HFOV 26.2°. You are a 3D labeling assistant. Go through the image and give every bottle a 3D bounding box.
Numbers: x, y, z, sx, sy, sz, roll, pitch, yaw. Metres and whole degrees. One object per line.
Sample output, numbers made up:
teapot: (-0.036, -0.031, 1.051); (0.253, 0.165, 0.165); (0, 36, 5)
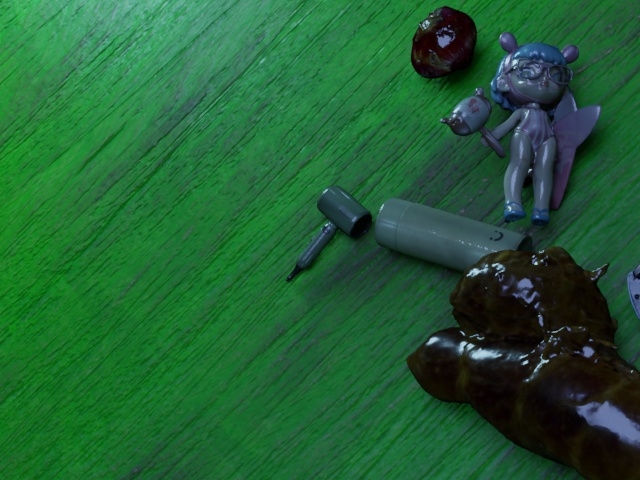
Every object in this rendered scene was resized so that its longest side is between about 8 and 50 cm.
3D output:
bottle: (0.174, 0.001, 1.809); (0.201, 0.072, 0.072); (17, 76, 28)

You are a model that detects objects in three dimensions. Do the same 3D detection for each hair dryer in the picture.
hair dryer: (0.000, 0.000, 1.904); (0.150, 0.047, 0.071); (-50, 60, 4)

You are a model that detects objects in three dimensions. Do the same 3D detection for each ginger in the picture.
ginger: (0.309, 0.156, 1.620); (0.418, 0.176, 0.254); (34, 99, 35)

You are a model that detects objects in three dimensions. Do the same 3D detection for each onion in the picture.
onion: (0.174, -0.273, 1.918); (0.107, 0.097, 0.107); (-48, 23, 27)

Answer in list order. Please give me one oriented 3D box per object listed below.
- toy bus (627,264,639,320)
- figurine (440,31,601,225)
toy bus: (0.460, 0.056, 1.663); (0.167, 0.076, 0.073); (-16, 64, 14)
figurine: (0.256, -0.146, 1.811); (0.205, 0.103, 0.260); (6, 73, -2)
